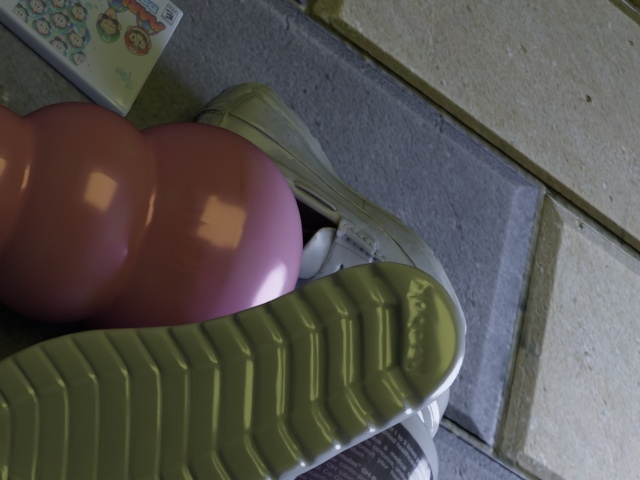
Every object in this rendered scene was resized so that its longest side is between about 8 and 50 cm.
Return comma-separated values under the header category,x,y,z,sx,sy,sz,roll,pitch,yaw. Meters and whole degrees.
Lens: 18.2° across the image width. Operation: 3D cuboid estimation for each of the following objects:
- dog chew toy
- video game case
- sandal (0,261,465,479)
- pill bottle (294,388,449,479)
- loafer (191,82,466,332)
category,x,y,z,sx,sy,sz,roll,pitch,yaw
dog chew toy,-0.183,-0.017,1.585,0.332,0.206,0.207,18,58,-26
video game case,-0.208,-0.205,1.776,0.157,0.019,0.143,41,48,-20
sandal,-0.087,0.138,1.523,0.102,0.416,0.169,62,14,-75
pill bottle,-0.008,0.214,1.635,0.176,0.176,0.318,46,47,-16
loafer,0.000,0.000,1.806,0.319,0.112,0.111,44,51,-6
